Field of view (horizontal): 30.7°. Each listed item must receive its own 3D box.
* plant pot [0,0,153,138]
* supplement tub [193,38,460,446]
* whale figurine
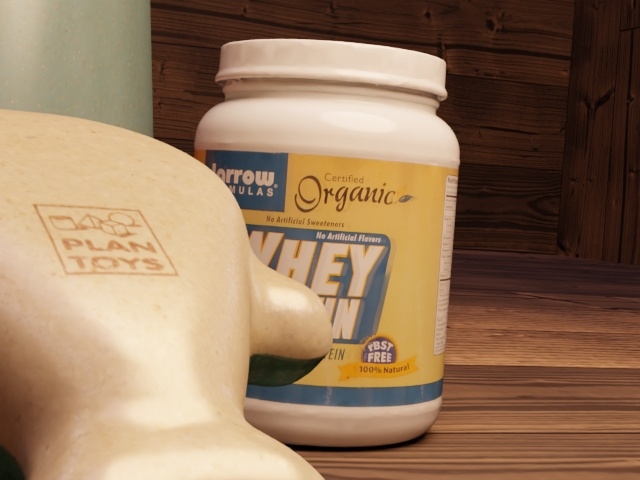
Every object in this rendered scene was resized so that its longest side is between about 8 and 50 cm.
[{"bbox_3d":[-0.261,-0.091,0.843,0.341,0.334,0.341,4,1,0],"label":"plant pot"},{"bbox_3d":[0.000,0.000,0.629,0.144,0.200,0.144,4,2,0],"label":"supplement tub"},{"bbox_3d":[-0.095,0.053,0.417,0.216,0.141,0.272,2,27,-34],"label":"whale figurine"}]
